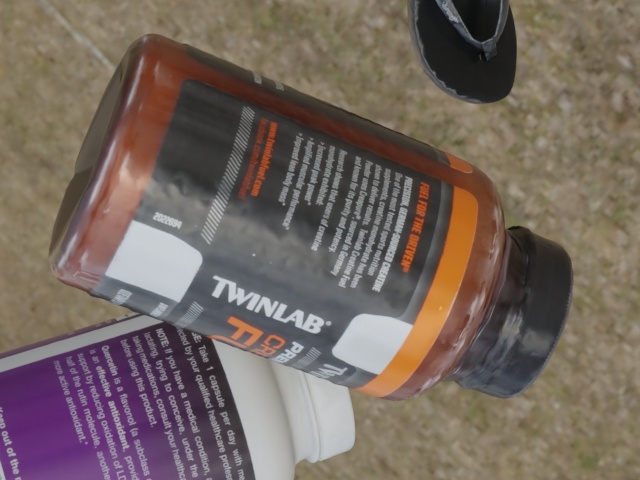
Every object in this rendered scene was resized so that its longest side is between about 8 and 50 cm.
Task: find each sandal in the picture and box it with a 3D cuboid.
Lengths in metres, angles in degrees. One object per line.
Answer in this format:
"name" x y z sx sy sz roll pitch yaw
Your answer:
"sandal" 0.122 -0.239 1.192 0.054 0.097 0.255 -144 39 -66

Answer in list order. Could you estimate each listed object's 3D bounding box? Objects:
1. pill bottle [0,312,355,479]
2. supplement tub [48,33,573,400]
"pill bottle" -0.145 0.149 1.004 0.181 0.322 0.182 163 90 -76
"supplement tub" 0.000 0.000 0.540 0.197 0.106 0.106 21 166 -14
